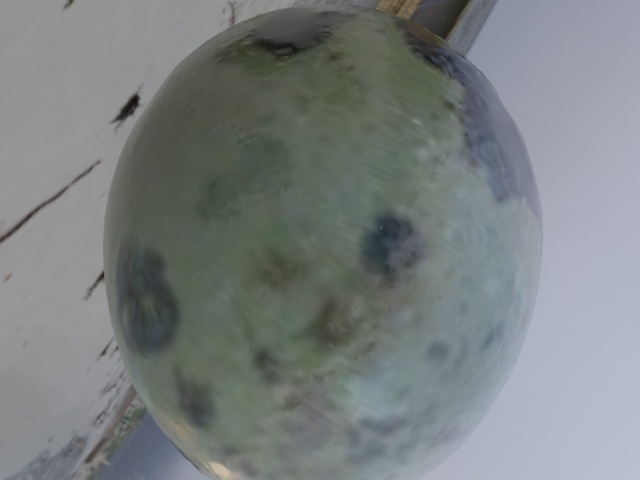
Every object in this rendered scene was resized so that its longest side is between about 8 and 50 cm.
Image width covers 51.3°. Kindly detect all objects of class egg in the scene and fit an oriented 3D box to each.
[{"bbox_3d":[0.000,0.000,0.538,0.345,0.345,0.428,-52,-166,37],"label":"egg"}]
